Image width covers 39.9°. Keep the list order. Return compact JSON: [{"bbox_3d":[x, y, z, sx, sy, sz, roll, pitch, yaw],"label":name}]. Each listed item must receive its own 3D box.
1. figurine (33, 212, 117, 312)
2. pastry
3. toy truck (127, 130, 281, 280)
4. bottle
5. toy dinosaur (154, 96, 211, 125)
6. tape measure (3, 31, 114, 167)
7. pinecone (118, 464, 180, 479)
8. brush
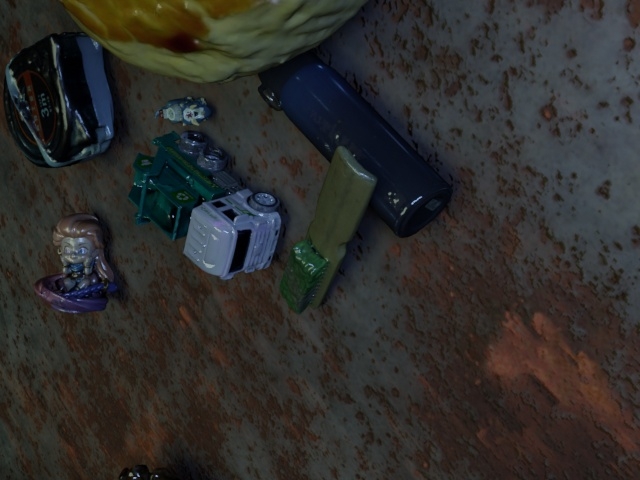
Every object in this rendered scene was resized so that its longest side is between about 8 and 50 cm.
[{"bbox_3d":[-0.375,0.039,1.366,0.126,0.114,0.157,-1,74,12],"label":"figurine"},{"bbox_3d":[-0.120,-0.333,0.791,0.389,0.313,0.388,16,113,42],"label":"pastry"},{"bbox_3d":[-0.155,-0.041,1.084,0.216,0.116,0.110,40,129,30],"label":"toy truck"},{"bbox_3d":[0.027,-0.108,0.900,0.082,0.072,0.244,-41,67,3],"label":"bottle"},{"bbox_3d":[-0.173,-0.162,1.110,0.083,0.047,0.030,12,114,42],"label":"toy dinosaur"},{"bbox_3d":[-0.373,-0.196,1.265,0.181,0.107,0.182,0,104,43],"label":"tape measure"},{"bbox_3d":[-0.237,0.455,1.283,0.272,0.224,0.224,50,135,32],"label":"pinecone"},{"bbox_3d":[0.000,0.000,0.930,0.054,0.048,0.282,48,151,15],"label":"brush"}]
